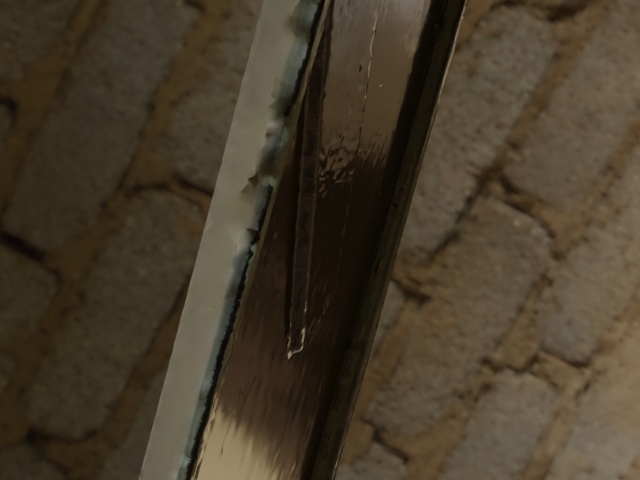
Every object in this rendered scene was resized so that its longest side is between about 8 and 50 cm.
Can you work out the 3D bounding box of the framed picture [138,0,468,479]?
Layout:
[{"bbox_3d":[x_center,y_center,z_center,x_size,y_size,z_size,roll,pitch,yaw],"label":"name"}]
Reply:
[{"bbox_3d":[0.000,0.000,0.582,0.232,0.024,0.315,-14,-59,-74],"label":"framed picture"}]
